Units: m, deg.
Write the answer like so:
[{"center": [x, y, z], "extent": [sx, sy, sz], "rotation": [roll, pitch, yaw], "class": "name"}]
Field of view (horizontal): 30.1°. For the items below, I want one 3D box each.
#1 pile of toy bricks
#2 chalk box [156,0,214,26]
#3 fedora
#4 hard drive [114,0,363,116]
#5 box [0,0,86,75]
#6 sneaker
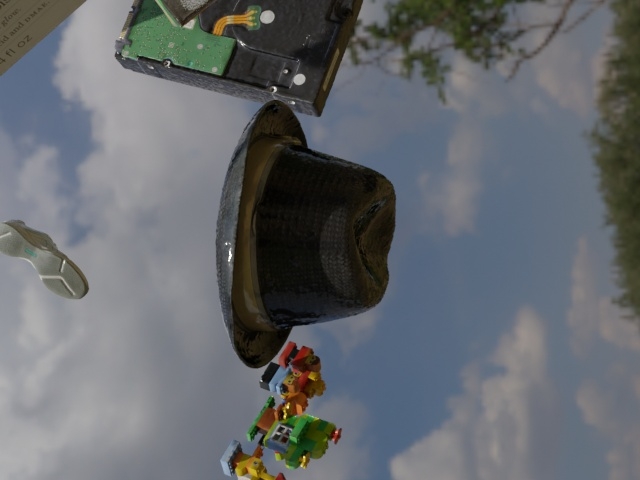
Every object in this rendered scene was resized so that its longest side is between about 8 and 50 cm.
[{"center": [-0.027, 0.228, 1.427], "extent": [0.212, 0.105, 0.118], "rotation": [-58, -26, -35], "class": "pile of toy bricks"}, {"center": [-0.137, -0.307, 1.029], "extent": [0.213, 0.132, 0.132], "rotation": [54, 180, -13], "class": "chalk box"}, {"center": [0.000, 0.000, 1.325], "extent": [0.334, 0.152, 0.334], "rotation": [6, -90, -76], "class": "fedora"}, {"center": [-0.121, -0.335, 1.804], "extent": [0.064, 0.338, 0.237], "rotation": [59, -132, -69], "class": "hard drive"}, {"center": [-0.224, -0.196, 0.679], "extent": [0.182, 0.181, 0.119], "rotation": [54, -172, 27], "class": "box"}, {"center": [-0.370, 0.019, 1.610], "extent": [0.152, 0.054, 0.061], "rotation": [39, -160, -2], "class": "sneaker"}]
